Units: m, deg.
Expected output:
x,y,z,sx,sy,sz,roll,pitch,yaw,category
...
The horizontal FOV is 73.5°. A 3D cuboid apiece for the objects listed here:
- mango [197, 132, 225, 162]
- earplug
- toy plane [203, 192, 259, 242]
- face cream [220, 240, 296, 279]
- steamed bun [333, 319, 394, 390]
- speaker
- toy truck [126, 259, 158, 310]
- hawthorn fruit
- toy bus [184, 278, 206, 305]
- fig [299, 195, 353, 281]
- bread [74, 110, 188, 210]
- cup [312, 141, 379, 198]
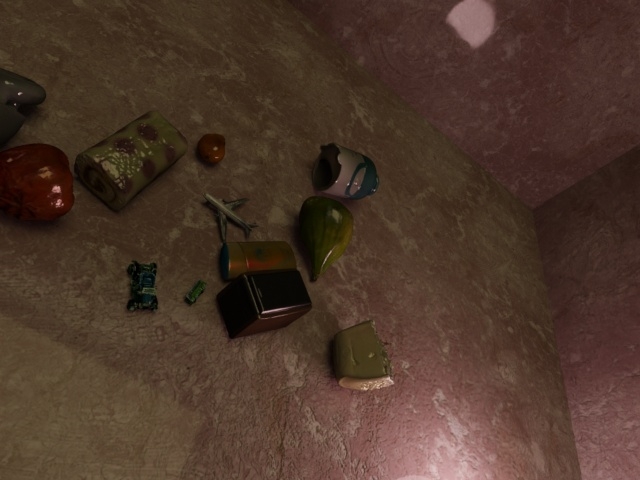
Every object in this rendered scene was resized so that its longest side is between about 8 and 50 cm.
x,y,z,sx,sy,sz,roll,pitch,yaw,category
-0.414,-0.353,1.635,0.105,0.084,0.159,12,31,-14,mango
-0.909,-0.390,1.189,0.214,0.175,0.326,17,41,-25,earplug
-0.326,-0.097,1.532,0.226,0.058,0.226,32,48,-14,toy plane
-0.220,0.066,1.493,0.285,0.067,0.139,-1,59,-41,face cream
0.148,0.400,1.480,0.170,0.200,0.225,64,18,-50,steamed bun
-0.173,0.194,1.351,0.231,0.192,0.153,-2,61,-46,speaker
-0.496,0.122,1.210,0.080,0.078,0.154,10,54,-37,toy truck
-0.773,-0.144,1.097,0.243,0.207,0.207,-10,67,-39,hawthorn fruit
-0.383,0.159,1.314,0.037,0.031,0.083,36,42,-6,toy bus
0.013,-0.016,1.695,0.233,0.233,0.314,-4,106,-42,fig
-0.587,-0.267,1.364,0.187,0.155,0.338,43,41,-13,bread
0.098,-0.317,1.961,0.257,0.219,0.290,12,21,-35,cup
